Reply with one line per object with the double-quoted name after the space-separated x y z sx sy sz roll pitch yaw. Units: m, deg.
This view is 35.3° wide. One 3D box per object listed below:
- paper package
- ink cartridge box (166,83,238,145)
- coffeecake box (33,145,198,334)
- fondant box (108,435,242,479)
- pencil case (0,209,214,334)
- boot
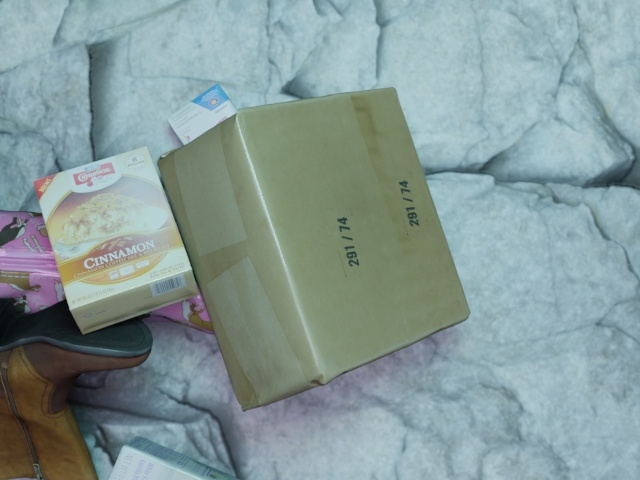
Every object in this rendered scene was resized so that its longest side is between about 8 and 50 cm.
0.000 0.000 1.237 0.309 0.168 0.325 -16 85 -45 "paper package"
-0.139 -0.138 1.373 0.088 0.052 0.122 -35 88 -3 "ink cartridge box"
-0.241 -0.003 1.179 0.142 0.068 0.185 -19 60 -10 "coffeecake box"
-0.148 0.432 1.311 0.330 0.096 0.238 23 86 0 "fondant box"
-0.306 0.033 1.295 0.386 0.167 0.160 4 44 2 "pencil case"
-0.319 0.211 1.253 0.264 0.096 0.280 -1 121 6 "boot"
